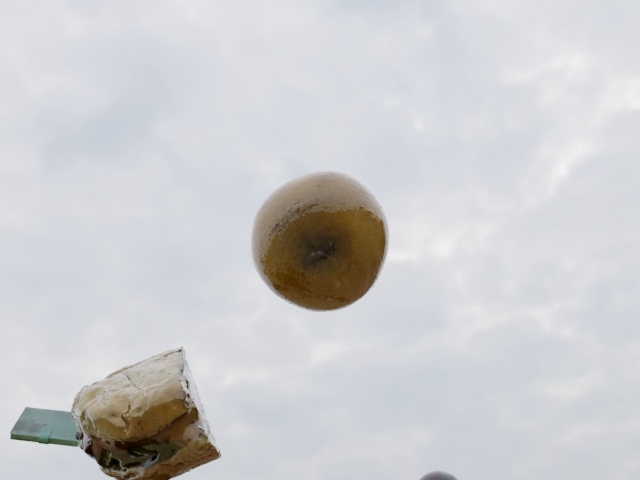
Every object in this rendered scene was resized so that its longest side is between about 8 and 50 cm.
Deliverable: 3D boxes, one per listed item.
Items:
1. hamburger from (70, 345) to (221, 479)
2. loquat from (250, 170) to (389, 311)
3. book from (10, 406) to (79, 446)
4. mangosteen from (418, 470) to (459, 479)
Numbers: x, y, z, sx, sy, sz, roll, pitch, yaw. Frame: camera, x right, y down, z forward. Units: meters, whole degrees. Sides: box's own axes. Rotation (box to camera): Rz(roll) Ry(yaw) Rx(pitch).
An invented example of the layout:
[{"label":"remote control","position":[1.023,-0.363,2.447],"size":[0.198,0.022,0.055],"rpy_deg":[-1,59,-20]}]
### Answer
[{"label":"hamburger","position":[-0.285,0.285,1.266],"size":[0.209,0.162,0.330],"rpy_deg":[-20,12,-8]},{"label":"loquat","position":[0.000,0.000,1.491],"size":[0.263,0.263,0.263],"rpy_deg":[-8,-32,-5]},{"label":"book","position":[-0.536,0.370,1.594],"size":[0.135,0.103,0.017],"rpy_deg":[8,-69,-3]},{"label":"mangosteen","position":[0.234,0.535,1.624],"size":[0.140,0.140,0.140],"rpy_deg":[-8,-32,-5]}]
